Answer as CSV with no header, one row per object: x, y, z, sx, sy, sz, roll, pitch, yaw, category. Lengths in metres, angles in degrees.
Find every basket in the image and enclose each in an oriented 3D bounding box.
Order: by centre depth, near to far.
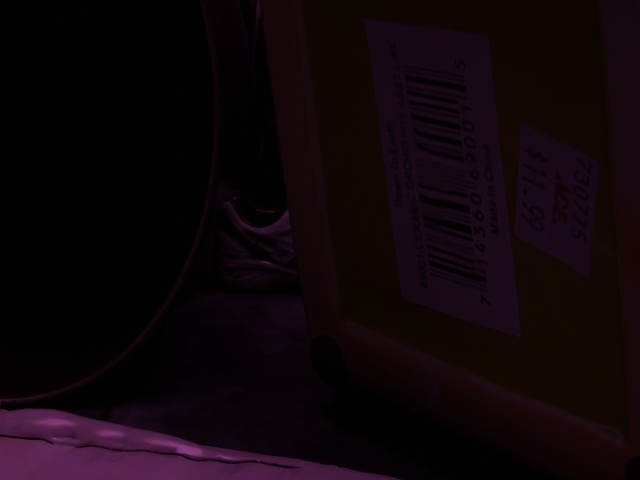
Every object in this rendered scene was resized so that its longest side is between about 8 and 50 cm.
-0.100,-0.061,0.666,0.154,0.204,0.227,-8,6,5,basket

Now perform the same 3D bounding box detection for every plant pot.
0.110,-0.049,0.521,0.207,0.228,0.227,-22,26,-32,plant pot

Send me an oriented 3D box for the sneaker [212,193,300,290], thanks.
0.000,0.000,0.670,0.083,0.037,0.032,2,16,8,sneaker

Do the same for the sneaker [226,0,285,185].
0.043,-0.073,0.813,0.162,0.106,0.281,-3,30,-25,sneaker

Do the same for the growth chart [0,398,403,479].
-0.066,0.081,0.440,0.237,0.021,0.172,8,20,29,growth chart
